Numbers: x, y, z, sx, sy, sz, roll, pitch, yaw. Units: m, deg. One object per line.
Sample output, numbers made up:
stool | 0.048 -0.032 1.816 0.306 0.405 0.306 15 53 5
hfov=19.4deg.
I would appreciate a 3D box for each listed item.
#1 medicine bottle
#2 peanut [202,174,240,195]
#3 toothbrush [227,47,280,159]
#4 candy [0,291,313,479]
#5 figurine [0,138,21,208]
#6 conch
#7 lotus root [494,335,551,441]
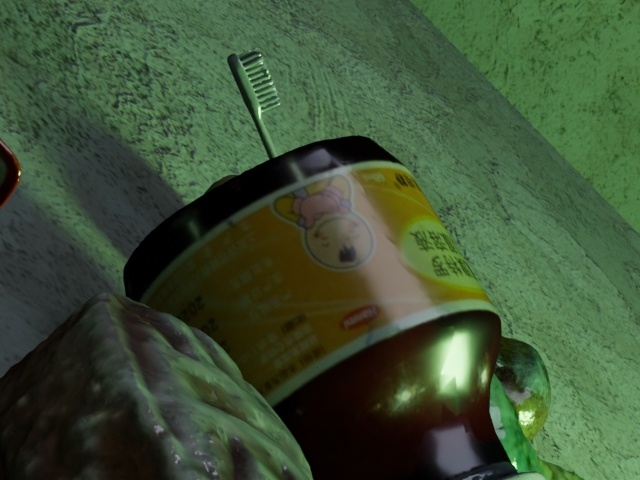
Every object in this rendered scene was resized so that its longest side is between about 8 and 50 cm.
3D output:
medicine bottle | 0.042 0.136 1.310 0.395 0.242 0.242 58 20 15
peanut | -0.071 0.003 1.589 0.099 0.099 0.214 41 11 -11
toothbrush | 0.000 0.000 1.610 0.354 0.029 0.024 67 -10 -8
candy | -0.086 0.155 1.058 0.214 0.157 0.289 50 3 -38
figurine | -0.298 -0.004 0.984 0.183 0.160 0.226 41 26 -10
conch | 0.127 0.185 1.559 0.188 0.122 0.176 48 -4 5
lotus root | 0.169 0.147 1.806 0.113 0.088 0.192 27 19 -4
